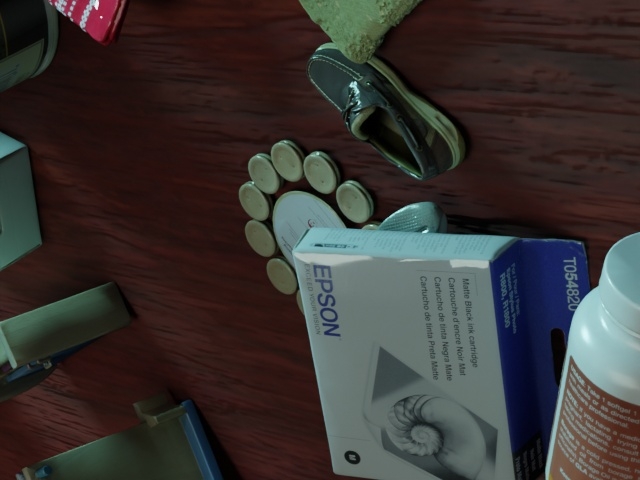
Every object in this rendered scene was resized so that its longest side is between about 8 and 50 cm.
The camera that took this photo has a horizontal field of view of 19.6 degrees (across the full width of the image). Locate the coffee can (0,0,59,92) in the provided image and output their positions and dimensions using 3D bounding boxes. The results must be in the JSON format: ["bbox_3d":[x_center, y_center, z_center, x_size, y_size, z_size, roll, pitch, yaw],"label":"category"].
[{"bbox_3d":[-0.405,-0.183,1.674,0.201,0.275,0.201,28,136,32],"label":"coffee can"}]

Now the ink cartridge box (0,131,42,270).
[{"bbox_3d":[-0.374,-0.060,1.905,0.175,0.072,0.127,27,135,34],"label":"ink cartridge box"}]

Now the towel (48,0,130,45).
[{"bbox_3d":[-0.239,-0.309,1.552,0.275,0.031,0.199,37,121,24],"label":"towel"}]

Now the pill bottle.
[{"bbox_3d":[0.230,0.103,1.306,0.121,0.121,0.216,32,138,29],"label":"pill bottle"}]

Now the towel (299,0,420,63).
[{"bbox_3d":[0.011,-0.214,1.390,0.148,0.027,0.110,53,143,6],"label":"towel"}]

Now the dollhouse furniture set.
[{"bbox_3d":[-0.282,0.238,1.852,0.198,0.286,0.303,-32,80,54],"label":"dollhouse furniture set"}]

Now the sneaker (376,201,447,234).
[{"bbox_3d":[0.069,0.024,1.485,0.054,0.061,0.152,47,134,25],"label":"sneaker"}]

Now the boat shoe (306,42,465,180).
[{"bbox_3d":[0.042,-0.100,1.422,0.152,0.049,0.056,35,140,26],"label":"boat shoe"}]

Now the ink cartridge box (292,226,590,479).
[{"bbox_3d":[0.102,0.097,1.442,0.224,0.045,0.223,2,121,22],"label":"ink cartridge box"}]

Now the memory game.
[{"bbox_3d":[0.000,0.000,1.580,0.186,0.012,0.186,29,136,31],"label":"memory game"}]
